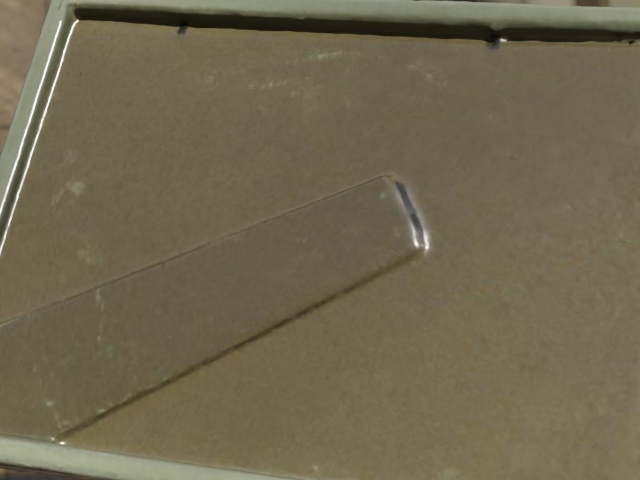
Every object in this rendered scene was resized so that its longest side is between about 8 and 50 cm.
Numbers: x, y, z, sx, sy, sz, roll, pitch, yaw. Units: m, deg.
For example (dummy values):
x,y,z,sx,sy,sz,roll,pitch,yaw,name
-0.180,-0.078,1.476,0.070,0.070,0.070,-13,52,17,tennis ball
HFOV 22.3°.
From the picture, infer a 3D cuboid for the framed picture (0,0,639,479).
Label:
x,y,z,sx,sy,sz,roll,pitch,yaw,name
0.000,0.000,0.682,0.324,0.240,0.020,4,-23,19,framed picture
